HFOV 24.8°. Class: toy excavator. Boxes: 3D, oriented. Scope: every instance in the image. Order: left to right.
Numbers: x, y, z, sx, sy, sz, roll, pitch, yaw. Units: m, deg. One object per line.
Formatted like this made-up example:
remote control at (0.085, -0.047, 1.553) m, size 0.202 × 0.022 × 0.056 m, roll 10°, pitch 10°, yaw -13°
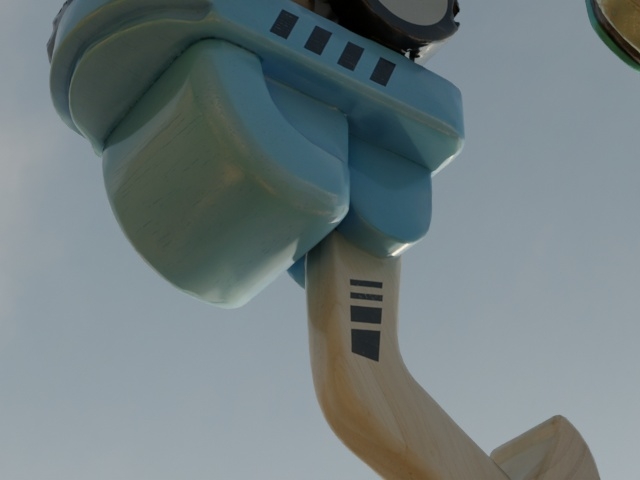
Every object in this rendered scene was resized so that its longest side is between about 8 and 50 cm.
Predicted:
toy excavator at (0.000, 0.000, 1.043) m, size 0.433 × 0.445 × 0.222 m, roll 23°, pitch -39°, yaw -26°

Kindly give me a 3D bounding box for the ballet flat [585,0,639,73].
ballet flat at (0.117, -0.112, 0.529) m, size 0.057 × 0.168 × 0.052 m, roll 31°, pitch -65°, yaw -21°
